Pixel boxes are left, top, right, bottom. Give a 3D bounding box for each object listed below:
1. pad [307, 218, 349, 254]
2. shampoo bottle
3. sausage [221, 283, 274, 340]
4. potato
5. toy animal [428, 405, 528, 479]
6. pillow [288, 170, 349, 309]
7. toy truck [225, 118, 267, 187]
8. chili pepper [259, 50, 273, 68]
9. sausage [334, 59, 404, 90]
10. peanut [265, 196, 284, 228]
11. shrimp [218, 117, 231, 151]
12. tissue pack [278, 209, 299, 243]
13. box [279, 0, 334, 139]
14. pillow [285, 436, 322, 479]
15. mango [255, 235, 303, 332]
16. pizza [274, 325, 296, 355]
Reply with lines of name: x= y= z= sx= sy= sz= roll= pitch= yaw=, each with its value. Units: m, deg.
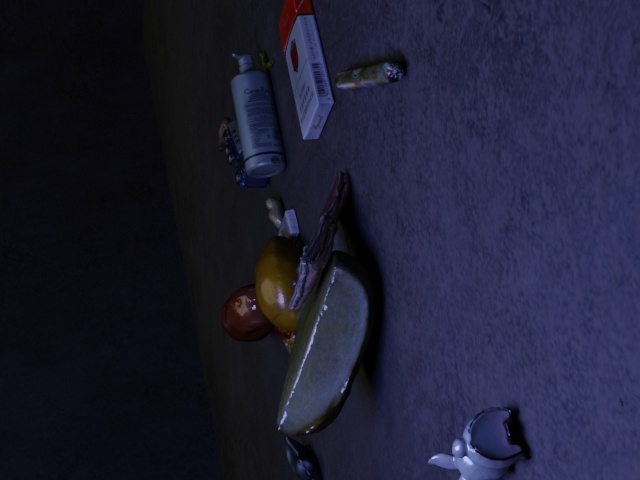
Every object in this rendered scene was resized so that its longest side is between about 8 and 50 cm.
pad: x=0.012 y=0.034 z=1.793 sx=0.265 sy=0.009 sz=0.160 roll=119 pitch=142 yaw=-66
shampoo bottle: x=-0.134 y=-0.265 z=2.056 sx=0.085 sy=0.085 sz=0.263 roll=127 pitch=134 yaw=-69
sausage: x=-0.165 y=0.172 z=2.301 sx=0.258 sy=0.133 sz=0.133 roll=132 pitch=129 yaw=-70
potato: x=0.030 y=0.139 z=1.545 sx=0.269 sy=0.112 sz=0.255 roll=-83 pitch=12 yaw=-51
toy animal: x=0.183 y=0.245 z=1.122 sx=0.071 sy=0.085 sz=0.124 roll=57 pitch=161 yaw=23
pillow: x=0.000 y=0.000 z=1.574 sx=0.126 sy=0.043 sz=0.233 roll=113 pitch=178 yaw=-45
toy truck: x=-0.166 y=-0.203 z=2.250 sx=0.202 sy=0.074 sz=0.088 roll=-112 pitch=30 yaw=-47
chili pepper: x=-0.114 y=-0.375 z=2.061 sx=0.083 sy=0.017 sz=0.030 roll=-118 pitch=27 yaw=-55
sausage: x=0.067 y=-0.234 z=1.407 sx=0.269 sy=0.032 sz=0.033 roll=-160 pitch=63 yaw=-74
peanut: x=-0.093 y=-0.061 z=2.098 sx=0.037 sy=0.037 sz=0.083 roll=100 pitch=156 yaw=-48
shrimp: x=-0.253 y=-0.266 z=2.626 sx=0.127 sy=0.025 sz=0.091 roll=109 pitch=149 yaw=-54
tissue pack: x=-0.066 y=-0.016 z=2.034 sx=0.108 sy=0.023 sz=0.056 roll=109 pitch=150 yaw=-61
box: x=-0.028 y=-0.314 z=1.726 sx=0.139 sy=0.035 sz=0.245 roll=119 pitch=140 yaw=-67
pillow: x=-0.036 y=0.475 z=2.090 sx=0.136 sy=0.055 sz=0.091 roll=-133 pitch=36 yaw=-68
mango: x=-0.069 y=0.074 z=1.911 sx=0.147 sy=0.109 sz=0.227 roll=53 pitch=-162 yaw=-42
pizza: x=-0.067 y=0.143 z=2.046 sx=0.188 sy=0.062 sz=0.199 roll=-134 pitch=41 yaw=-63
